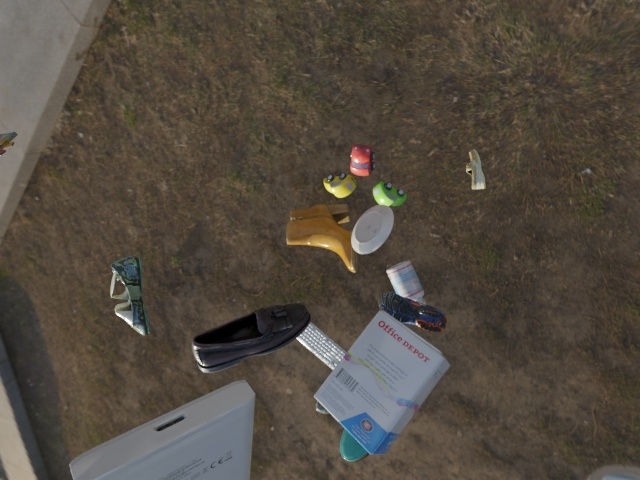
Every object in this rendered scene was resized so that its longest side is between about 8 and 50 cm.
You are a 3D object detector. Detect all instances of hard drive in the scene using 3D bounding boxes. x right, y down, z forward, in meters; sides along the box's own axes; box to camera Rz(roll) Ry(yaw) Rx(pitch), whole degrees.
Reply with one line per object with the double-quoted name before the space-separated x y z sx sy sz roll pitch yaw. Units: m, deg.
"hard drive" -0.213 0.386 0.650 0.047 0.233 0.353 38 132 39

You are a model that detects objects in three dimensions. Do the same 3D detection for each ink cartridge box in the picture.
"ink cartridge box" 0.068 0.152 0.471 0.088 0.052 0.122 35 85 36

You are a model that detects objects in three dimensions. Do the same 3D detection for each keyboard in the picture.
"keyboard" 0.009 0.317 1.285 0.256 0.014 0.072 40 103 5

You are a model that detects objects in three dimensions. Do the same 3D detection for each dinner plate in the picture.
"dinner plate" 0.126 -0.032 1.096 0.017 0.141 0.141 30 129 -34

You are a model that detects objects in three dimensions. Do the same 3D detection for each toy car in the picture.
"toy car" 0.138 -0.147 1.195 0.225 0.053 0.239 26 153 -14

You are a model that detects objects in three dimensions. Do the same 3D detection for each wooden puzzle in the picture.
"wooden puzzle" -0.461 -0.134 0.611 0.083 0.049 0.006 -1 139 22

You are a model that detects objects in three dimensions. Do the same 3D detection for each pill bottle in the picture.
"pill bottle" 0.290 0.154 1.437 0.087 0.087 0.160 -25 88 32

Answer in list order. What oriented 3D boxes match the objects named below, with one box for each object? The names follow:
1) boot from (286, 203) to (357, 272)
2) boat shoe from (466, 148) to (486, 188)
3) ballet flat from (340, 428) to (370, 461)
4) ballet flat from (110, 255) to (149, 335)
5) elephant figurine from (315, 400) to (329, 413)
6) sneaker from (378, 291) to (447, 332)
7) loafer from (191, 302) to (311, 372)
"boot" 0.000 -0.001 1.362 0.211 0.295 0.104 -10 136 3
"boat shoe" 0.456 -0.212 1.287 0.045 0.050 0.135 -12 61 15
"ballet flat" 0.144 0.420 1.076 0.095 0.096 0.280 30 97 35
"ballet flat" -0.398 0.120 0.897 0.070 0.070 0.188 11 113 24
"elephant figurine" 0.128 0.486 1.237 0.186 0.239 0.169 57 166 18
"sneaker" 0.276 0.216 1.299 0.221 0.087 0.083 22 95 27
"loafer" -0.167 0.224 1.068 0.109 0.303 0.095 50 158 50
